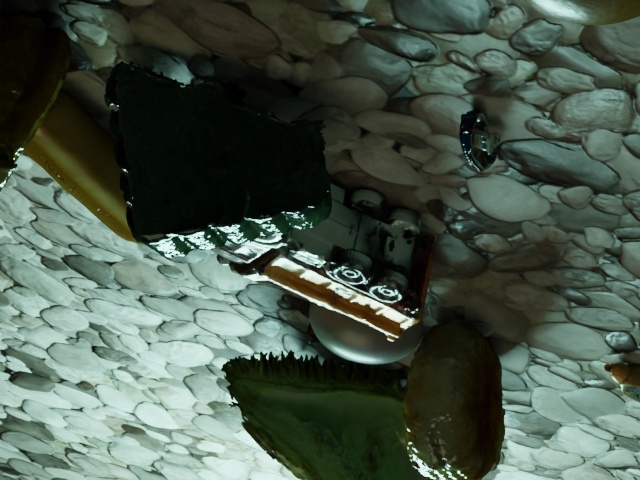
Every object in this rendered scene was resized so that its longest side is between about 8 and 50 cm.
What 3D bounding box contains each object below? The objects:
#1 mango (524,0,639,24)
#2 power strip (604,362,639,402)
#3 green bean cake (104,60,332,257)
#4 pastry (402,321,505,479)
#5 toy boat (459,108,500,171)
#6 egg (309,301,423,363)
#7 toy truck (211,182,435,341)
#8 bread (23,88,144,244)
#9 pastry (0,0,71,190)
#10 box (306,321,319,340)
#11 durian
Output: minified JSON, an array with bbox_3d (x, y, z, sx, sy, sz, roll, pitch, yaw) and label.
[{"bbox_3d":[0.214,-0.237,1.118,0.151,0.120,0.221,23,146,-20],"label":"mango"},{"bbox_3d":[0.410,0.184,1.885,0.178,0.028,0.049,26,153,-14],"label":"power strip"},{"bbox_3d":[-0.093,-0.091,1.566,0.208,0.193,0.107,-11,162,7],"label":"green bean cake"},{"bbox_3d":[0.158,0.194,1.901,0.093,0.182,0.192,2,160,24],"label":"pastry"},{"bbox_3d":[0.152,-0.095,1.509,0.038,0.038,0.083,7,151,21],"label":"toy boat"},{"bbox_3d":[0.053,0.091,1.846,0.135,0.103,0.103,17,153,-6],"label":"egg"},{"bbox_3d":[0.000,0.000,1.708,0.270,0.114,0.135,26,148,-20],"label":"toy truck"},{"bbox_3d":[-0.249,-0.084,1.737,0.092,0.074,0.239,14,156,45],"label":"bread"},{"bbox_3d":[-0.358,-0.130,1.546,0.132,0.235,0.240,36,139,-22],"label":"pastry"},{"bbox_3d":[0.030,0.122,2.008,0.082,0.023,0.051,31,151,-24],"label":"box"},{"bbox_3d":[0.013,0.254,2.075,0.394,0.198,0.163,36,152,-33],"label":"durian"}]
